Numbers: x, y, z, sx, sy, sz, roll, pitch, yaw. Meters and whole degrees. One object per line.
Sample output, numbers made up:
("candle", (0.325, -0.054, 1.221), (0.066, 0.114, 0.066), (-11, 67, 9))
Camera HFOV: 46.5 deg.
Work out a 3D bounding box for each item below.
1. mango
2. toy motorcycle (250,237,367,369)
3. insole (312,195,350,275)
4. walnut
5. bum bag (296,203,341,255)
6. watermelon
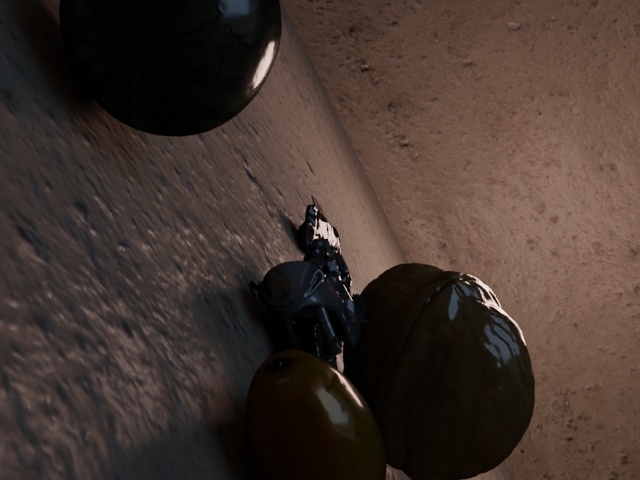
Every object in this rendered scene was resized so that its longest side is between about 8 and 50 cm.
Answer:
("mango", (0.005, 0.200, 0.702), (0.253, 0.113, 0.138), (63, 4, -49))
("toy motorcycle", (-0.008, 0.068, 0.947), (0.159, 0.106, 0.270), (63, 15, -19))
("insole", (0.022, -0.010, 1.576), (0.197, 0.004, 0.065), (67, 11, 16))
("walnut", (0.165, 0.185, 1.061), (0.277, 0.252, 0.313), (-114, -161, -55))
("bum bag", (0.000, 0.000, 1.336), (0.197, 0.049, 0.087), (43, 47, -64))
("watermelon", (-0.138, -0.204, 0.709), (0.212, 0.212, 0.212), (60, 11, -20))
